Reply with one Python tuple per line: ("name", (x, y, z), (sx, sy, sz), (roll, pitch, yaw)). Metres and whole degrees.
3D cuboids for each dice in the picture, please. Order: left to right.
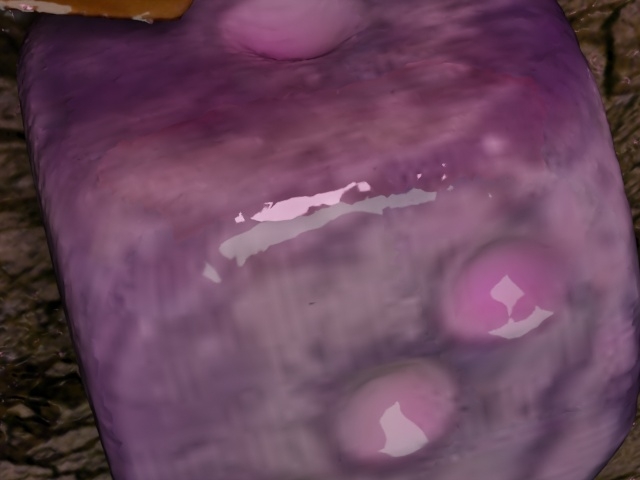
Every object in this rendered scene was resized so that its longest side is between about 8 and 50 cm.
("dice", (0.000, 0.000, 1.009), (0.270, 0.270, 0.271), (-14, 129, -6))

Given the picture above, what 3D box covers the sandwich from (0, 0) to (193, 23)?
("sandwich", (-0.160, -0.225, 0.866), (0.227, 0.155, 0.198), (3, 123, -19))
